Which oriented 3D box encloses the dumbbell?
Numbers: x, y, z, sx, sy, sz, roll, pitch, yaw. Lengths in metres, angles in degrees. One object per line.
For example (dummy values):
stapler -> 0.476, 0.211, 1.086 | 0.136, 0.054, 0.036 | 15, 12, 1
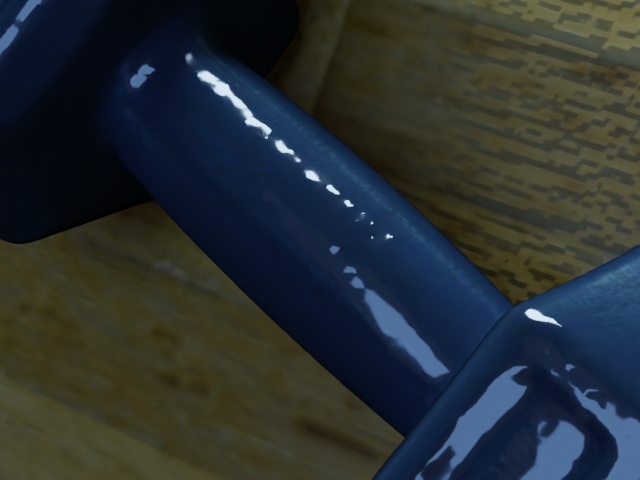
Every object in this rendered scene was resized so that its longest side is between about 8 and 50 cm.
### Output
dumbbell -> 0.000, 0.000, 0.599 | 0.144, 0.160, 0.325 | -38, 64, -15
